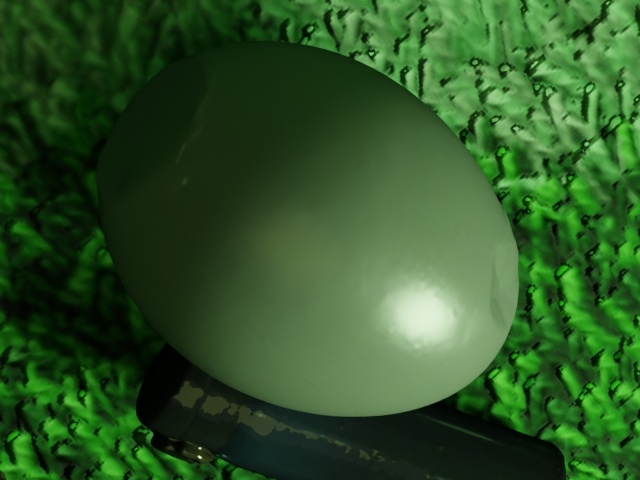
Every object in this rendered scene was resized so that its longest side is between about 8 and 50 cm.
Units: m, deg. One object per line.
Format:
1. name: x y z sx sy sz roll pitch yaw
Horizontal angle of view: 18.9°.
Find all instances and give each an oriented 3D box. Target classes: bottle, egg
1. bottle: 0.017 0.114 1.083 0.244 0.072 0.082 22 88 -18
2. egg: 0.000 0.000 0.977 0.232 0.176 0.176 34 102 -22

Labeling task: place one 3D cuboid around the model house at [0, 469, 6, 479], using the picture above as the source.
1. model house: -0.256 0.164 1.031 0.165 0.106 0.152 26 107 -24
